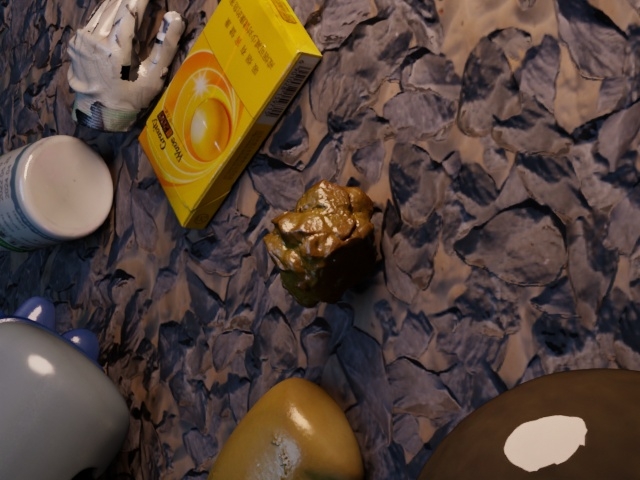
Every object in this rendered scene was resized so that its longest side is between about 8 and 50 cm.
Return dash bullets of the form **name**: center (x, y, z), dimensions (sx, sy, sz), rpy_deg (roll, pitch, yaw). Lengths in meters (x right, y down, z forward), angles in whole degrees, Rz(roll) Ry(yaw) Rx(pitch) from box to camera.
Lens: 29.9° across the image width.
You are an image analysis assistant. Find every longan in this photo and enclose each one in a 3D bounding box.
- **longan**: center (0.197, 0.236, 0.815), dimensions (0.300, 0.243, 0.300), rpy_deg (1, 94, 13)

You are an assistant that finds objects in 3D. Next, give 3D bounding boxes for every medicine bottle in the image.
- **medicine bottle**: center (-0.390, -0.053, 1.584), dimensions (0.236, 0.139, 0.139), rpy_deg (-10, 79, 46)

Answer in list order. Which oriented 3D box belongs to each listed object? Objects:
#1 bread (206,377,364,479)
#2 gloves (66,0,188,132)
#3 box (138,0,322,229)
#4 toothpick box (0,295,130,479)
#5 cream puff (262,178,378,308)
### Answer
- **bread**: center (-0.051, 0.243, 1.202), dimensions (0.217, 0.098, 0.147), rpy_deg (-58, 44, 26)
- **gloves**: center (-0.240, -0.241, 1.458), dimensions (0.127, 0.111, 0.212), rpy_deg (41, 125, 48)
- **box**: center (-0.110, -0.158, 1.344), dimensions (0.269, 0.043, 0.152), rpy_deg (-53, 51, 31)
- **toothpick box**: center (-0.387, 0.240, 1.413), dimensions (0.263, 0.263, 0.355), rpy_deg (13, 61, 49)
- **cream puff**: center (0.000, 0.000, 1.151), dimensions (0.094, 0.116, 0.122), rpy_deg (46, 106, 27)
